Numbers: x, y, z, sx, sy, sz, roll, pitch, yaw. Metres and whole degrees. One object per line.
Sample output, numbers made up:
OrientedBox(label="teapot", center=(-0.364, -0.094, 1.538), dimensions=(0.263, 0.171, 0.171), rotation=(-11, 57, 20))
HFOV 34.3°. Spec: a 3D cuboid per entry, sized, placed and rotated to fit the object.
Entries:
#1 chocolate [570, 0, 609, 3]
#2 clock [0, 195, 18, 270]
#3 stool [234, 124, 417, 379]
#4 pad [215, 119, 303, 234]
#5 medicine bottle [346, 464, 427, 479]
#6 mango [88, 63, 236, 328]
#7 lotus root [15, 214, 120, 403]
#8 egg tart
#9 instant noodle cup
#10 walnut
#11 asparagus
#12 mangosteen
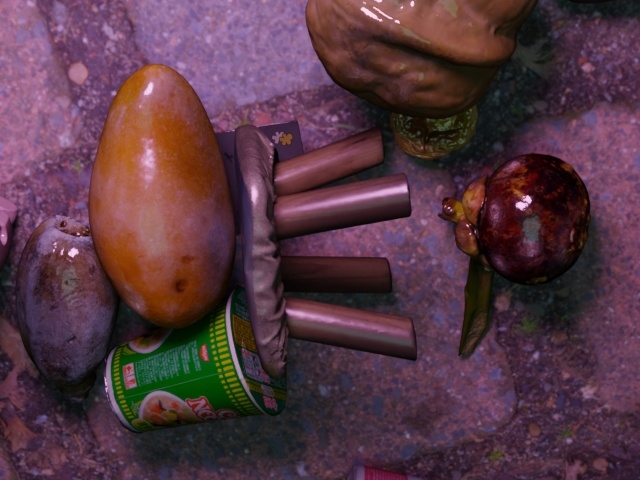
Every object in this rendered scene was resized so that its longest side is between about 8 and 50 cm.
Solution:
OrientedBox(label="chocolate", center=(0.340, -0.383, 1.339), dimensions=(0.157, 0.080, 0.254), rotation=(-4, 152, 31))
OrientedBox(label="clock", center=(-0.584, 0.086, 1.476), dimensions=(0.184, 0.342, 0.325), rotation=(30, 100, -5))
OrientedBox(label="stool", center=(0.000, 0.000, 1.450), dimensions=(0.226, 0.310, 0.310), rotation=(-7, 113, -4))
OrientedBox(label="pad", center=(-0.141, -0.087, 1.575), dimensions=(0.246, 0.006, 0.170), rotation=(-8, 110, 4))
OrientedBox(label="medicine bottle", center=(0.150, 0.439, 1.732), dimensions=(0.217, 0.090, 0.090), rotation=(14, 111, -6))
OrientedBox(label="mango", center=(-0.224, -0.059, 1.463), dimensions=(0.199, 0.221, 0.384), rotation=(7, 113, 28))
OrientedBox(label="lotus root", center=(-0.389, 0.121, 1.576), dimensions=(0.158, 0.140, 0.322), rotation=(20, 116, 24))
OrientedBox(label="egg tart", center=(0.164, -0.178, 1.513), dimensions=(0.130, 0.052, 0.130), rotation=(0, 110, -1))
OrientedBox(label="instant noodle cup", center=(-0.196, 0.198, 1.600), dimensions=(0.233, 0.207, 0.207), rotation=(-18, 110, 16))
OrientedBox(label="walnut", center=(0.129, -0.306, 1.346), dimensions=(0.277, 0.253, 0.282), rotation=(20, 94, -8))
OrientedBox(label="asparagus", center=(0.245, 0.106, 1.629), dimensions=(0.045, 0.041, 0.178), rotation=(7, 112, 6))
OrientedBox(label="mangosteen", center=(0.281, -0.034, 1.514), dimensions=(0.217, 0.192, 0.192), rotation=(10, 114, 29))
